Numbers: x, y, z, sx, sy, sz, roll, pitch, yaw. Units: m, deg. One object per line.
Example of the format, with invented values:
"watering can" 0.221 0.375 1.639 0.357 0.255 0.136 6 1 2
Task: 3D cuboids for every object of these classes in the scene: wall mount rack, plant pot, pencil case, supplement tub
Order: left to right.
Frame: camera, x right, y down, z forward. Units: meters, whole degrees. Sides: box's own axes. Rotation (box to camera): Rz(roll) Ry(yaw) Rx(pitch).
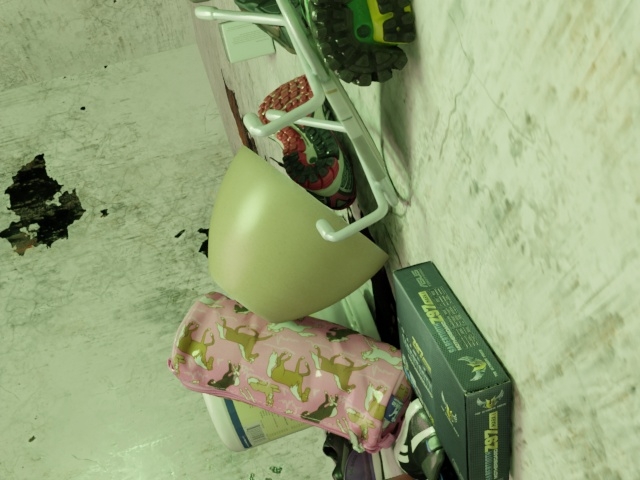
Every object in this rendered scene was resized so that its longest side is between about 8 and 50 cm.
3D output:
"plant pot" -0.063 0.014 1.232 0.284 0.191 0.284 38 -178 -1
"pencil case" -0.045 0.206 1.286 0.167 0.386 0.160 -47 -30 -61
"supplement tub" -0.050 0.232 1.491 0.235 0.325 0.235 161 90 -87
"wall mount rack" -0.031 -0.173 1.022 0.350 0.131 0.304 55 -170 -45

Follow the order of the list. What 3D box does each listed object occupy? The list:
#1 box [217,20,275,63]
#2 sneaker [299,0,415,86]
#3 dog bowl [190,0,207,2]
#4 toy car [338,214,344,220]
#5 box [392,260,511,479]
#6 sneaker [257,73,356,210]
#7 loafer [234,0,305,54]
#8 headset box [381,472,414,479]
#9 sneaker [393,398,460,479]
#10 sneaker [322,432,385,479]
"box" -0.163 -0.444 1.757 0.102 0.101 0.087 -126 21 -70
"sneaker" -0.003 -0.337 0.831 0.146 0.134 0.343 -120 16 -60
"dog bowl" -0.094 -0.452 0.927 0.349 0.102 0.348 5 -90 -86
"toy car" 0.000 0.000 1.606 0.188 0.149 0.155 -64 37 32
"box" 0.158 0.164 0.988 0.232 0.059 0.183 -117 15 -52
"sneaker" -0.022 -0.168 1.354 0.112 0.121 0.299 47 -160 -45
"loafer" -0.089 -0.399 1.418 0.267 0.096 0.084 -123 12 -55
"headset box" 0.174 0.617 1.559 0.293 0.110 0.218 -117 14 -50
"sneaker" 0.165 0.335 1.189 0.216 0.079 0.121 85 167 -47
"sneaker" 0.061 0.413 1.751 0.283 0.124 0.107 -97 -2 -52
